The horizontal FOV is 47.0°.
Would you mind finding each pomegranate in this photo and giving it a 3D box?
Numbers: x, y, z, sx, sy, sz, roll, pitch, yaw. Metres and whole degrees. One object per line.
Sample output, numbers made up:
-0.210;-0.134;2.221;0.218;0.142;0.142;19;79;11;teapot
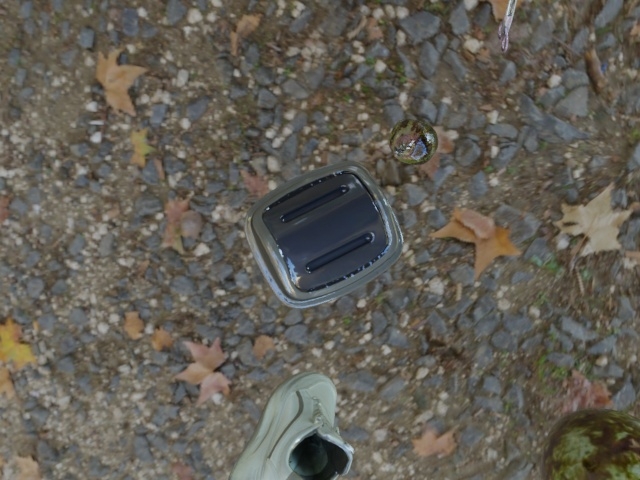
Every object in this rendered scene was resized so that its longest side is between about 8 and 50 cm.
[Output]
0.249;-0.272;2.002;0.138;0.163;0.125;31;97;18;pomegranate

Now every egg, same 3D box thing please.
0.495;0.405;1.250;0.238;0.289;0.238;-2;117;-5;egg

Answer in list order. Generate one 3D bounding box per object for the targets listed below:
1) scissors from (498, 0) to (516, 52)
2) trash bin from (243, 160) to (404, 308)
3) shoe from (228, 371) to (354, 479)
0.476;-0.562;1.872;0.022;0.176;0.085;-3;60;0;scissors
0.000;0.000;1.119;0.209;0.290;0.182;-28;85;-8;trash bin
-0.011;0.306;1.130;0.159;0.316;0.124;-16;113;33;shoe
